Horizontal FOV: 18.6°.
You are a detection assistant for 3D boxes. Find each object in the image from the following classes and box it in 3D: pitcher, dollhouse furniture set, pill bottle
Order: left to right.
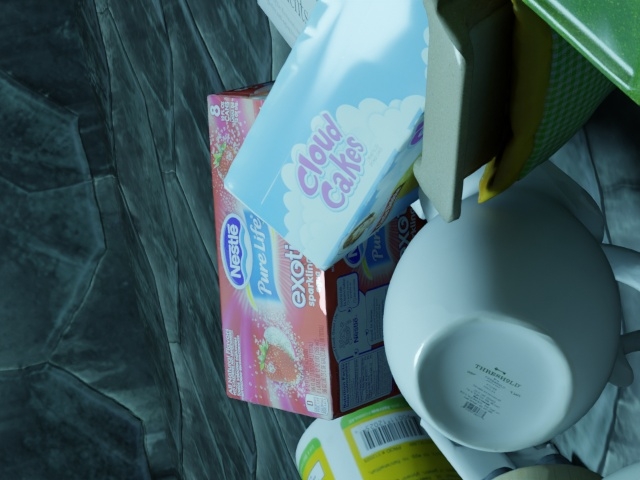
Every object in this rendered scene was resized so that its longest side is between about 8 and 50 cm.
[{"bbox_3d":[0.080,0.252,1.586,0.136,0.136,0.245,96,156,-52],"label":"pill bottle"},{"bbox_3d":[0.126,0.037,1.075,0.207,0.178,0.125,-72,6,-62],"label":"pitcher"},{"bbox_3d":[0.161,-0.116,0.911,0.151,0.197,0.301,44,155,27],"label":"dollhouse furniture set"}]

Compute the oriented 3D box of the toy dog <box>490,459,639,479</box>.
[{"bbox_3d":[0.215,0.151,0.976,0.334,0.161,0.220,-29,54,57],"label":"toy dog"}]

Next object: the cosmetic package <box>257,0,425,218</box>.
[{"bbox_3d":[0.042,-0.231,1.399,0.377,0.097,0.284,-124,28,-54],"label":"cosmetic package"}]

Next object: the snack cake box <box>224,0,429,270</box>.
[{"bbox_3d":[0.060,-0.118,1.135,0.089,0.152,0.264,41,137,10],"label":"snack cake box"}]

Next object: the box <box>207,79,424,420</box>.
[{"bbox_3d":[0.000,0.000,1.564,0.122,0.128,0.257,8,108,41],"label":"box"}]

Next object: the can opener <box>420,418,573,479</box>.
[{"bbox_3d":[0.150,0.162,1.367,0.283,0.076,0.095,-130,30,-58],"label":"can opener"}]
